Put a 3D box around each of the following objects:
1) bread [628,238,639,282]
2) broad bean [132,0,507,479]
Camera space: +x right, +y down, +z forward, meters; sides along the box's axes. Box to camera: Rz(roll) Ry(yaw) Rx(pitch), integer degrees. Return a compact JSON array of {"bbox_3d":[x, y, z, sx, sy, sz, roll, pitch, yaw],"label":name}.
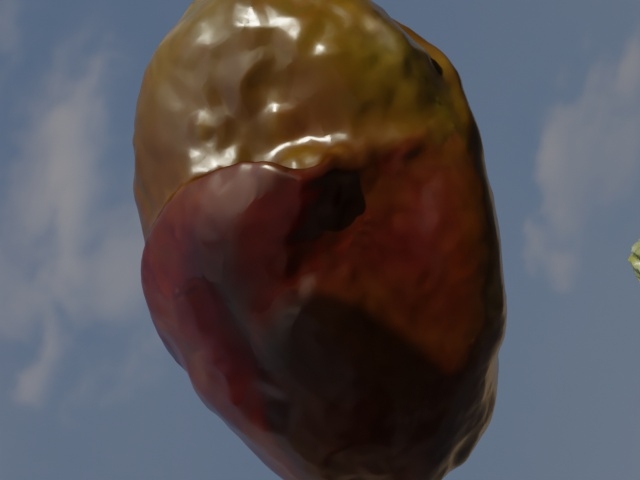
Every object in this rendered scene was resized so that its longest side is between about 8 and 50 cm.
[{"bbox_3d":[0.233,0.011,0.610,0.207,0.286,0.056,-32,-56,-7],"label":"bread"},{"bbox_3d":[0.000,0.001,0.783,0.122,0.156,0.228,-38,-59,-49],"label":"broad bean"}]
